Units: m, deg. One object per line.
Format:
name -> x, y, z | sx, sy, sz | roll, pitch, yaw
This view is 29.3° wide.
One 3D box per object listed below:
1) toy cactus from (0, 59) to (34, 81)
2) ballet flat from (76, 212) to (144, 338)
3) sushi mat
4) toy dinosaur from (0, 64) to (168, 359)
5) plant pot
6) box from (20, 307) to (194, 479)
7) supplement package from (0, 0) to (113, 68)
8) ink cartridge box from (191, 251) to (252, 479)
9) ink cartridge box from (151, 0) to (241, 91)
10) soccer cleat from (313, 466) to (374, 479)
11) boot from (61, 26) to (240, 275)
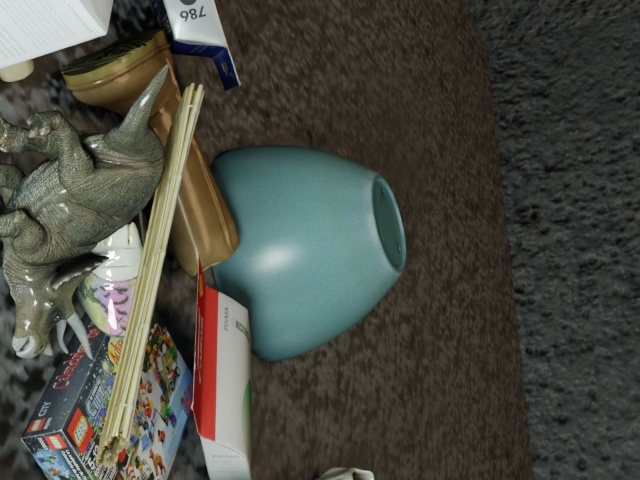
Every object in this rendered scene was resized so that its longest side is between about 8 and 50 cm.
toy cactus -> -0.295, -0.230, 1.098 | 0.219, 0.112, 0.180 | -93, 170, -51
ballet flat -> -0.201, -0.014, 1.181 | 0.079, 0.077, 0.221 | 116, -29, -46
sushi mat -> -0.148, 0.031, 1.063 | 0.151, 0.019, 0.317 | 129, -28, -67
toy dinosaur -> -0.208, -0.045, 1.041 | 0.160, 0.313, 0.121 | 17, 31, -43
plant pot -> 0.000, 0.000, 1.610 | 0.290, 0.195, 0.290 | -13, 90, -71
box -> -0.193, 0.164, 1.179 | 0.233, 0.044, 0.159 | -75, 147, -54
supplement package -> -0.280, -0.202, 0.870 | 0.134, 0.244, 0.139 | 55, 30, -46
ink cartridge box -> -0.103, 0.141, 1.323 | 0.225, 0.056, 0.181 | 94, -5, -60
ink cartridge box -> -0.176, -0.328, 1.434 | 0.165, 0.065, 0.333 | -164, -124, -79
soccer cleat -> 0.015, 0.342, 1.603 | 0.196, 0.076, 0.068 | -38, 113, -69
boot -> -0.171, -0.088, 1.343 | 0.236, 0.089, 0.269 | -56, 131, -67
